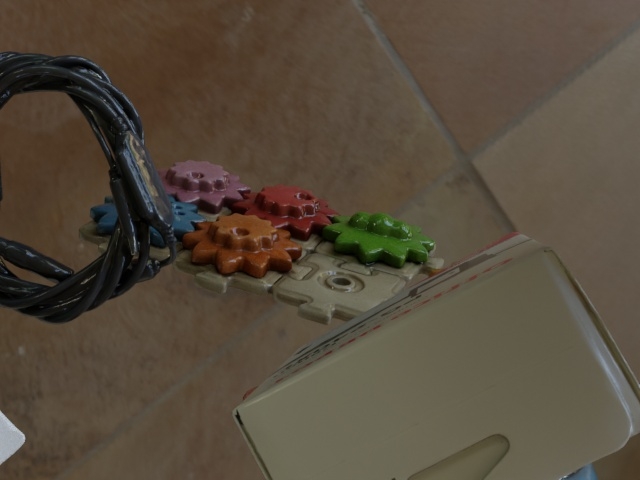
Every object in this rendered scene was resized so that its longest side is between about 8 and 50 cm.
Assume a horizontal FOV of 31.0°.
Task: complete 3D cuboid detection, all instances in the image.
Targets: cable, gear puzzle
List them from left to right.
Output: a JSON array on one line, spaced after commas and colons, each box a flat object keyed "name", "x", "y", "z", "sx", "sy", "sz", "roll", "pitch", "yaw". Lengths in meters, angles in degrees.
[{"name": "cable", "x": -0.186, "y": -0.039, "z": 0.788, "sx": 0.151, "sy": 0.047, "sz": 0.184, "roll": -25, "pitch": 91, "yaw": 13}, {"name": "gear puzzle", "x": 0.000, "y": 0.000, "z": 0.856, "sx": 0.339, "sy": 0.175, "sz": 0.044, "roll": 16, "pitch": 115, "yaw": 17}]

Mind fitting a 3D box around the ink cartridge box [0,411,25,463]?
[{"name": "ink cartridge box", "x": -0.564, "y": 0.292, "z": 1.467, "sx": 0.207, "sy": 0.119, "sz": 0.353, "roll": 44, "pitch": 60, "yaw": 3}]

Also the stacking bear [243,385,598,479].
[{"name": "stacking bear", "x": 0.086, "y": 0.206, "z": 0.628, "sx": 0.164, "sy": 0.175, "sz": 0.289, "roll": -9, "pitch": 88, "yaw": -49}]

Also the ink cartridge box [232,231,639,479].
[{"name": "ink cartridge box", "x": 0.041, "y": 0.049, "z": 0.402, "sx": 0.109, "sy": 0.150, "sz": 0.063, "roll": -28, "pitch": 88, "yaw": 6}]
